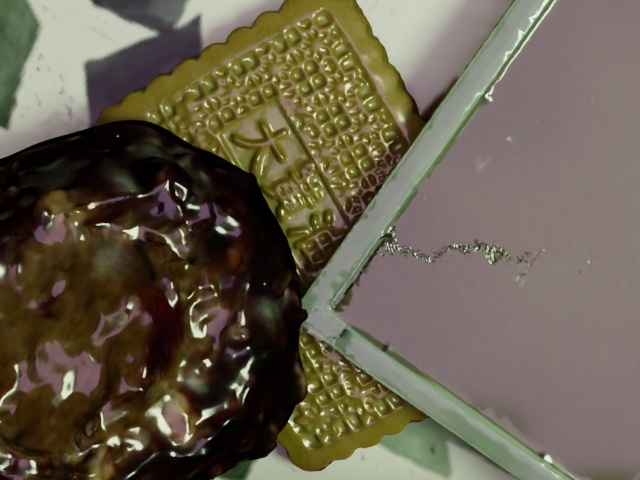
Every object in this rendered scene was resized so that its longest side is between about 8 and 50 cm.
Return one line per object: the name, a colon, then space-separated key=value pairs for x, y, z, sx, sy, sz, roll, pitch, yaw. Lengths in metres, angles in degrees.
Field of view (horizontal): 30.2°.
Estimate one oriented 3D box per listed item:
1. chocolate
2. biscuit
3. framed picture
chocolate: x=-0.126 y=0.054 z=0.599 sx=0.224 sy=0.177 sz=0.206 roll=29 pitch=109 yaw=7
biscuit: x=0.000 y=0.000 z=0.679 sx=0.172 sy=0.029 sz=0.254 roll=-29 pitch=98 yaw=8
framed picture: x=0.157 y=-0.009 z=0.638 sx=0.231 sy=0.018 sz=0.293 roll=36 pitch=99 yaw=1
